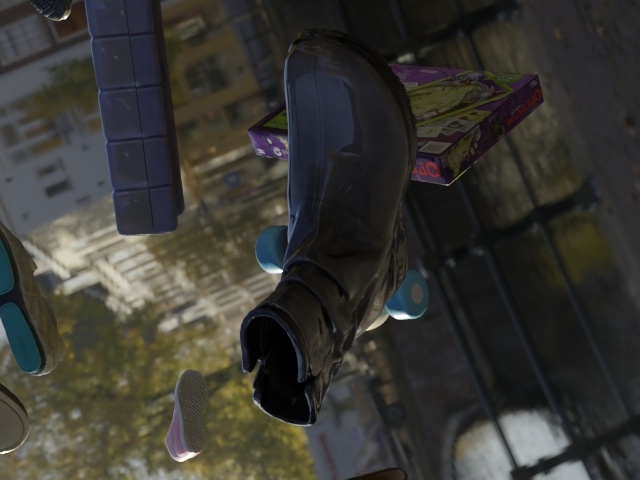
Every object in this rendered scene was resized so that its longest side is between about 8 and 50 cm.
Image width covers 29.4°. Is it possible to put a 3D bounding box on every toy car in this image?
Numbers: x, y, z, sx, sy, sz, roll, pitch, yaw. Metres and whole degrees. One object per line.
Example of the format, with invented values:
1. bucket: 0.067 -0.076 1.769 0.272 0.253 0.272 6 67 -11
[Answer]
1. toy car: 0.067 -0.007 1.859 0.210 0.219 0.238 58 -135 -27

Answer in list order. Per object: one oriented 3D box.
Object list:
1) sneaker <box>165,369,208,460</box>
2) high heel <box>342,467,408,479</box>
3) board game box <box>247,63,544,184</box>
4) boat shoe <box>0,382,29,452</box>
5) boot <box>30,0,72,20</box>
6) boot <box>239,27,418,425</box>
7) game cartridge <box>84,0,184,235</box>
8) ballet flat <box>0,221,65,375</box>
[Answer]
1. sneaker: -0.200 0.260 1.791 0.070 0.051 0.134 -46 39 46
2. high heel: 0.016 0.260 1.245 0.093 0.186 0.261 38 159 25
3. board game box: 0.091 -0.162 1.595 0.346 0.208 0.056 13 137 45
4. boat shoe: -0.515 0.163 1.494 0.335 0.112 0.095 22 -162 -20
5. boot: -0.372 -0.437 1.875 0.076 0.208 0.190 -41 80 43
6. boot: 0.000 0.000 1.104 0.223 0.118 0.338 -56 -35 -40
7. game cartridge: -0.158 -0.158 1.013 0.355 0.068 0.230 -118 17 -69
8. ballet flat: -0.294 0.049 1.187 0.052 0.057 0.168 -30 -74 -58
